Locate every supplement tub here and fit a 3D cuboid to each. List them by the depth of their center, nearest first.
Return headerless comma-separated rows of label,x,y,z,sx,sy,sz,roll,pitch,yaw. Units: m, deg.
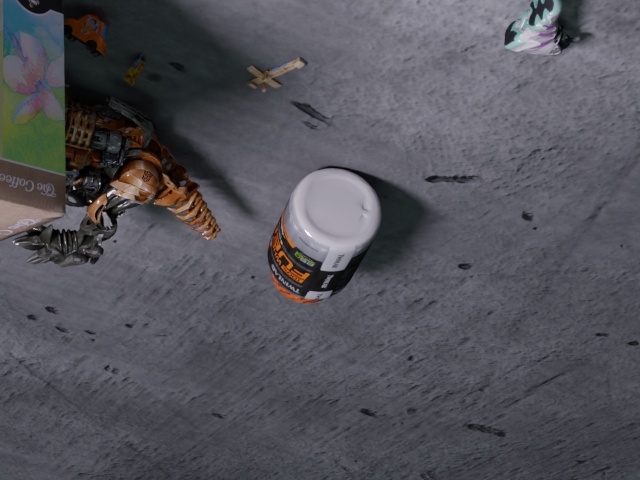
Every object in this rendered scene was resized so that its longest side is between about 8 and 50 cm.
supplement tub,0.000,0.000,2.022,0.117,0.117,0.190,12,151,-8

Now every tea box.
tea box,-0.433,-0.150,1.586,0.329,0.323,0.220,-19,158,39

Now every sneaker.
sneaker,0.238,-0.215,1.651,0.069,0.038,0.098,16,160,-19

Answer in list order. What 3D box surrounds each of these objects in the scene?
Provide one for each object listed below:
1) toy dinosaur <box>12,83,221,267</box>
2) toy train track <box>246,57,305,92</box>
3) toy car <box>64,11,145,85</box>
toy dinosaur,-0.255,-0.072,1.931,0.218,0.164,0.322,-35,111,31
toy train track,-0.050,-0.182,1.801,0.083,0.014,0.048,-20,142,40
toy car,-0.237,-0.216,1.774,0.060,0.040,0.122,31,177,23
